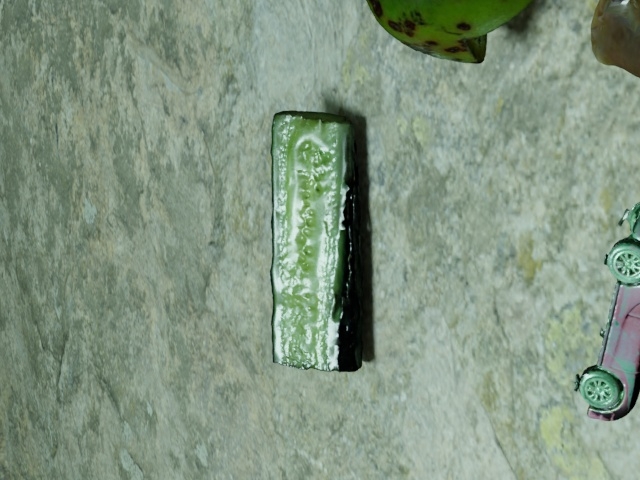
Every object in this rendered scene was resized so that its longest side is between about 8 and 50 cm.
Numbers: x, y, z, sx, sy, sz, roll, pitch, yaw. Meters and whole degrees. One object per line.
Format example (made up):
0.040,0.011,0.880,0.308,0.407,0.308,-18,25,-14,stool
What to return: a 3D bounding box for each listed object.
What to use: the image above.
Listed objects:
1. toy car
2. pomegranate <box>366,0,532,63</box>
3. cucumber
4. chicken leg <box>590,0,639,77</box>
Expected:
0.184,0.041,0.784,0.055,0.069,0.142,16,118,17,toy car
0.086,-0.190,0.832,0.169,0.122,0.143,-28,44,64,pomegranate
0.003,0.000,1.121,0.078,0.062,0.211,5,98,27,cucumber
0.237,0.021,0.595,0.409,0.182,0.295,-129,24,-50,chicken leg
